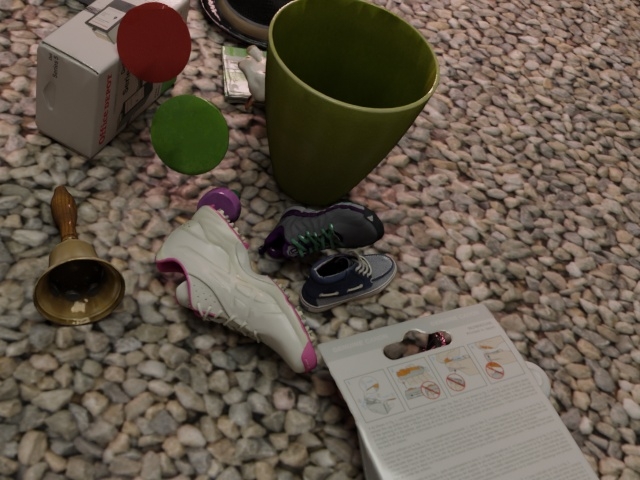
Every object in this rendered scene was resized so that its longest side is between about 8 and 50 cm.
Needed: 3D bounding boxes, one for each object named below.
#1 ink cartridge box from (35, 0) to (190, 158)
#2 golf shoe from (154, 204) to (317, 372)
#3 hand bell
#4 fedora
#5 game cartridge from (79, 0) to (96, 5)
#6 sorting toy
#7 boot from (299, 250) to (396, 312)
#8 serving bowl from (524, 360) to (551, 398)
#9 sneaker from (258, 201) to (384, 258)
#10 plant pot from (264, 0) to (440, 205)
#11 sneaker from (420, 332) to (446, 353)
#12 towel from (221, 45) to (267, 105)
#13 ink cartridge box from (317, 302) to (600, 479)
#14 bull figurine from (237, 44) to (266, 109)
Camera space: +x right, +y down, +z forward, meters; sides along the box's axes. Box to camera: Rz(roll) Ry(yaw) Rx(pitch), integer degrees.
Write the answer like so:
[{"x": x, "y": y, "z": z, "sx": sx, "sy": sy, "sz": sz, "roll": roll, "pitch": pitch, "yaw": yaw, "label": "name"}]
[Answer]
[{"x": -0.347, "y": -0.299, "z": 1.433, "sx": 0.114, "sy": 0.198, "sz": 0.273, "roll": 29, "pitch": 49, "yaw": 5, "label": "ink cartridge box"}, {"x": -0.127, "y": 0.092, "z": 1.261, "sx": 0.140, "sy": 0.115, "sz": 0.306, "roll": -34, "pitch": 67, "yaw": -16, "label": "golf shoe"}, {"x": -0.374, "y": -0.003, "z": 1.262, "sx": 0.126, "sy": 0.126, "sz": 0.242, "roll": -5, "pitch": 41, "yaw": -22, "label": "hand bell"}, {"x": -0.087, "y": -0.543, "z": 1.756, "sx": 0.333, "sy": 0.153, "sz": 0.334, "roll": 9, "pitch": 49, "yaw": -11, "label": "fedora"}, {"x": -0.379, "y": -0.558, "z": 1.739, "sx": 0.196, "sy": 0.060, "sz": 0.294, "roll": 23, "pitch": 48, "yaw": 6, "label": "game cartridge"}, {"x": -0.201, "y": -0.202, "z": 1.369, "sx": 0.127, "sy": 0.366, "sz": 0.126, "roll": -16, "pitch": 14, "yaw": 16, "label": "sorting toy"}, {"x": 0.056, "y": 0.050, "z": 1.354, "sx": 0.190, "sy": 0.086, "sz": 0.069, "roll": -24, "pitch": 62, "yaw": -33, "label": "boot"}, {"x": 0.328, "y": 0.223, "z": 1.341, "sx": 0.083, "sy": 0.027, "sz": 0.083, "roll": 9, "pitch": 50, "yaw": -11, "label": "serving bowl"}, {"x": 0.000, "y": 0.000, "z": 1.327, "sx": 0.098, "sy": 0.223, "sz": 0.083, "roll": -48, "pitch": 118, "yaw": -30, "label": "sneaker"}, {"x": 0.018, "y": -0.201, "z": 1.411, "sx": 0.274, "sy": 0.294, "sz": 0.275, "roll": 10, "pitch": 49, "yaw": -11, "label": "plant pot"}, {"x": 0.162, "y": 0.187, "z": 1.309, "sx": 0.057, "sy": 0.047, "sz": 0.119, "roll": 8, "pitch": 47, "yaw": 3, "label": "sneaker"}, {"x": -0.134, "y": -0.316, "z": 1.642, "sx": 0.113, "sy": 0.023, "sz": 0.152, "roll": 5, "pitch": 48, "yaw": -18, "label": "towel"}, {"x": 0.194, "y": 0.290, "z": 1.207, "sx": 0.308, "sy": 0.091, "sz": 0.385, "roll": -11, "pitch": 54, "yaw": -26, "label": "ink cartridge box"}, {"x": -0.035, "y": -0.309, "z": 1.595, "sx": 0.310, "sy": 0.101, "sz": 0.188, "roll": 6, "pitch": 49, "yaw": -34, "label": "bull figurine"}]
